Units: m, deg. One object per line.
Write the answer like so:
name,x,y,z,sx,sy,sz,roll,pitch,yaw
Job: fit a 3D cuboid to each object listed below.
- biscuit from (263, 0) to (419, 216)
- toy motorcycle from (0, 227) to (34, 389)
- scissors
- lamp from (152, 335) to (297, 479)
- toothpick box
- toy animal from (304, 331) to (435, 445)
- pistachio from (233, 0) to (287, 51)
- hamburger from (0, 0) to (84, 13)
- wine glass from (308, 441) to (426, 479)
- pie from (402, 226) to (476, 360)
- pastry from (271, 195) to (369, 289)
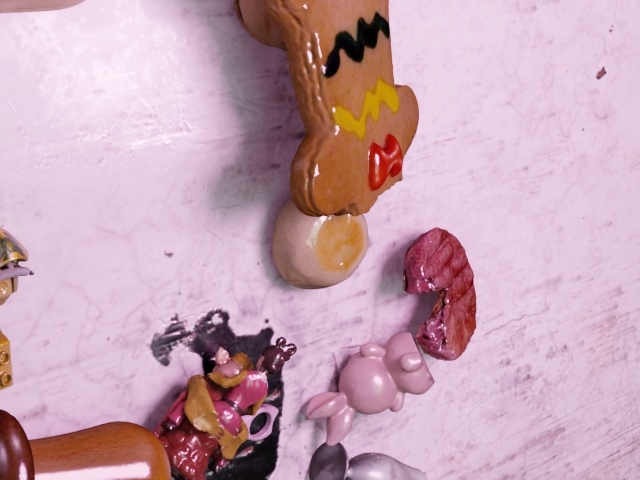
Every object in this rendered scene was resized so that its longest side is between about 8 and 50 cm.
biscuit,0.053,-0.240,1.488,0.368,0.076,0.394,-37,123,-55
toy motorcycle,-0.398,0.072,1.248,0.094,0.130,0.229,-21,114,-55
scissors,-0.149,0.289,1.564,0.212,0.021,0.110,-35,122,-28
lamp,-0.143,0.229,1.496,0.253,0.118,0.118,-54,127,-19
toothpick box,-0.340,0.302,1.314,0.294,0.192,0.192,7,95,-45
toy animal,0.070,0.227,1.687,0.212,0.124,0.124,-26,118,-2
pistachio,-0.063,-0.330,1.446,0.113,0.113,0.149,-18,111,-35
hamburger,-0.352,-0.370,1.184,0.295,0.151,0.227,-11,100,-32
wine glass,0.083,0.389,1.725,0.202,0.093,0.093,24,84,-37
pie,0.198,0.087,1.736,0.204,0.054,0.219,-17,98,-59
pastry,0.000,0.000,1.580,0.156,0.092,0.156,-9,107,-31
